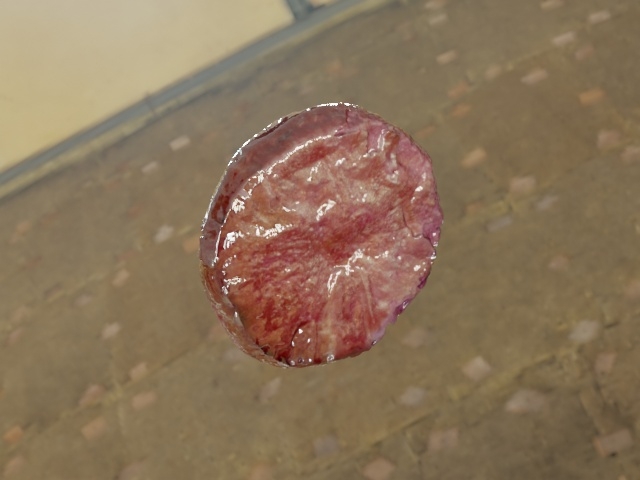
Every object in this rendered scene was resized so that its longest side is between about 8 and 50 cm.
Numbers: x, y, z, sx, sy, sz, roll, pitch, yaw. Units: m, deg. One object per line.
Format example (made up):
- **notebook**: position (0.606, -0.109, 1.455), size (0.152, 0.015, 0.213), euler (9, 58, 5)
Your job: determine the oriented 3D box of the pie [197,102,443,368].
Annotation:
- **pie**: position (0.000, 0.000, 0.698), size (0.154, 0.154, 0.036), euler (-36, -146, -14)
